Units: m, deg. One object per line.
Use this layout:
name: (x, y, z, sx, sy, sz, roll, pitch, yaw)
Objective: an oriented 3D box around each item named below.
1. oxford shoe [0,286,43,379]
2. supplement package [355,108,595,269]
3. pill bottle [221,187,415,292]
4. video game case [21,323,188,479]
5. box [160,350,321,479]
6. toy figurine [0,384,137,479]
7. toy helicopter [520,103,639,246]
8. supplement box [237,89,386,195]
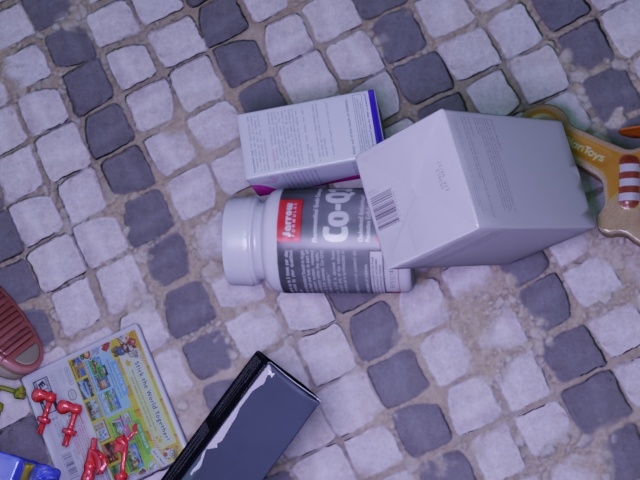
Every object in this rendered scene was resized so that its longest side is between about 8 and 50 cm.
oxford shoe: (-0.620, 0.114, 1.997, 0.397, 0.140, 0.147, 35, 116, 9)
supplement package: (0.226, -0.068, 1.793, 0.175, 0.293, 0.178, -27, 71, 41)
pill bottle: (0.000, 0.000, 1.896, 0.283, 0.161, 0.161, 0, 78, 7)
video game case: (-0.336, 0.275, 1.955, 0.206, 0.026, 0.227, -25, 75, 2)
box: (-0.124, 0.300, 1.830, 0.103, 0.184, 0.261, 37, 86, -4)
toy figurine: (-0.478, 0.307, 1.842, 0.362, 0.217, 0.191, 16, 84, 21)
toy helicopter: (0.463, -0.120, 1.876, 0.355, 0.140, 0.235, 30, 87, 21)
supplement box: (-0.009, -0.150, 1.955, 0.220, 0.111, 0.114, -11, 77, 5)
